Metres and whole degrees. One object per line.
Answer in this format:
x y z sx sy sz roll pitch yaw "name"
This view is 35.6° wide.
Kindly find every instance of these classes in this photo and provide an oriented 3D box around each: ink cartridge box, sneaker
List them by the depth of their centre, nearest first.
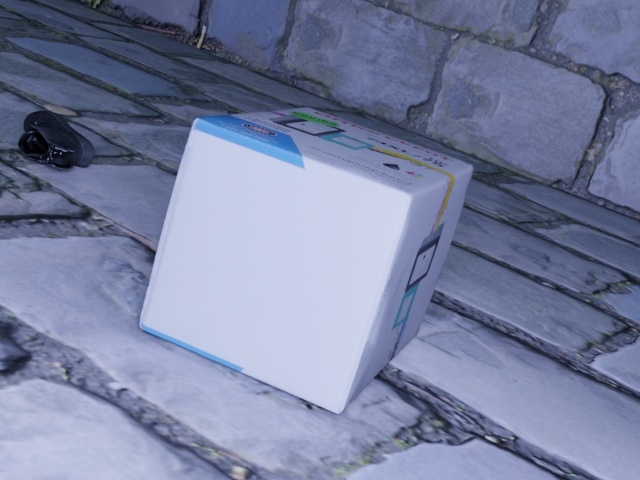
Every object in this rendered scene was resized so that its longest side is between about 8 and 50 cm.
0.000 0.000 0.933 0.198 0.197 0.270 21 15 15 "ink cartridge box"
-0.362 -0.134 1.309 0.170 0.051 0.089 31 16 33 "sneaker"
